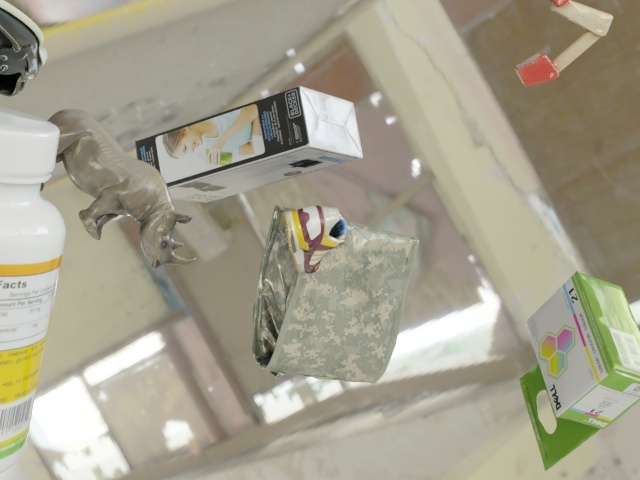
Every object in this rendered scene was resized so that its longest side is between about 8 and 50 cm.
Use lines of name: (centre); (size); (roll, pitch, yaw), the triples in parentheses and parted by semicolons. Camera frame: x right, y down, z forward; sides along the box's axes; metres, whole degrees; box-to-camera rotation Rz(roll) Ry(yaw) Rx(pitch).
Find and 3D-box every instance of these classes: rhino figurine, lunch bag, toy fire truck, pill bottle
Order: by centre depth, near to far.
pill bottle: (-0.255, 0.031, 0.733); (0.136, 0.245, 0.136); (13, -168, -3)
rhino figurine: (-0.238, -0.054, 1.221); (0.106, 0.243, 0.073); (-52, -168, -13)
toy fire truck: (0.307, -0.284, 1.267); (0.192, 0.135, 0.047); (-26, -171, 11)
lunch bag: (0.015, 0.105, 1.828); (0.235, 0.286, 0.169); (11, -178, -30)

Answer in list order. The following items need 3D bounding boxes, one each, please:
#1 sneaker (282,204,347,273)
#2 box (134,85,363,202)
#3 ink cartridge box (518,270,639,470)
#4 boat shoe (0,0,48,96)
sneaker: (0.000, 0.000, 1.480); (0.084, 0.069, 0.185); (-11, 166, 3)
box: (-0.105, -0.134, 1.539); (0.290, 0.087, 0.169); (-13, 172, 27)
ink cartridge box: (0.369, 0.203, 1.594); (0.097, 0.188, 0.255); (18, 130, -26)
boat shoe: (-0.526, -0.310, 1.696); (0.113, 0.127, 0.340); (-61, -173, -8)
